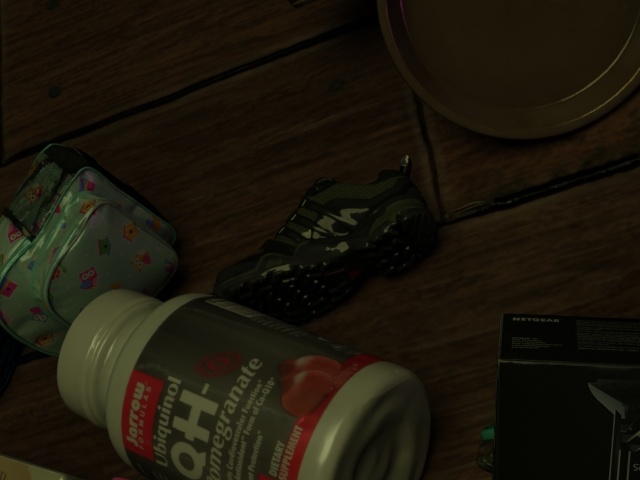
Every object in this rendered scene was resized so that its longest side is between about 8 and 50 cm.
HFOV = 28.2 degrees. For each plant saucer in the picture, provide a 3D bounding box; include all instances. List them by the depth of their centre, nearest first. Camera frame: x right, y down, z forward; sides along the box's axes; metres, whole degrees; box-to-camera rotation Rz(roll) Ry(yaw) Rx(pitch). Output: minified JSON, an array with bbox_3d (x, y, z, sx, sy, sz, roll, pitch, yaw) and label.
[{"bbox_3d":[0.189,-0.232,1.175,0.278,0.278,0.041,-35,12,7],"label":"plant saucer"}]

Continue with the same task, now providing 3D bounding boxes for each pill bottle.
[{"bbox_3d":[-0.077,0.149,1.134,0.318,0.176,0.176,18,75,32],"label":"pill bottle"}]

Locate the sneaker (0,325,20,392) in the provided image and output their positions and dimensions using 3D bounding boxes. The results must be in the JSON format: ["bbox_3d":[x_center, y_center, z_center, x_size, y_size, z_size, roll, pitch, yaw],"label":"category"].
[{"bbox_3d":[-0.354,0.052,1.375,0.090,0.081,0.232,14,74,25],"label":"sneaker"}]

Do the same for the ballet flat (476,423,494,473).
[{"bbox_3d":[0.362,0.129,0.956,0.482,0.164,0.182,-27,83,11],"label":"ballet flat"}]

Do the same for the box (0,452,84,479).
[{"bbox_3d":[-0.308,0.361,1.179,0.148,0.121,0.311,8,71,30],"label":"box"}]

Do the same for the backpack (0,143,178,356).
[{"bbox_3d":[-0.251,0.025,1.286,0.188,0.166,0.144,-48,46,1],"label":"backpack"}]

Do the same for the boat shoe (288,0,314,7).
[{"bbox_3d":[0.132,-0.280,1.248,0.355,0.130,0.132,-15,21,12],"label":"boat shoe"}]

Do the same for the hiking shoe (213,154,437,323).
[{"bbox_3d":[0.000,0.000,1.237,0.226,0.086,0.114,-22,45,9],"label":"hiking shoe"}]

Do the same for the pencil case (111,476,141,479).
[{"bbox_3d":[-0.184,0.332,1.142,0.104,0.104,0.236,9,71,29],"label":"pencil case"}]

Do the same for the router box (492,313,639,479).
[{"bbox_3d":[0.272,0.180,0.868,0.308,0.081,0.243,3,111,9],"label":"router box"}]
